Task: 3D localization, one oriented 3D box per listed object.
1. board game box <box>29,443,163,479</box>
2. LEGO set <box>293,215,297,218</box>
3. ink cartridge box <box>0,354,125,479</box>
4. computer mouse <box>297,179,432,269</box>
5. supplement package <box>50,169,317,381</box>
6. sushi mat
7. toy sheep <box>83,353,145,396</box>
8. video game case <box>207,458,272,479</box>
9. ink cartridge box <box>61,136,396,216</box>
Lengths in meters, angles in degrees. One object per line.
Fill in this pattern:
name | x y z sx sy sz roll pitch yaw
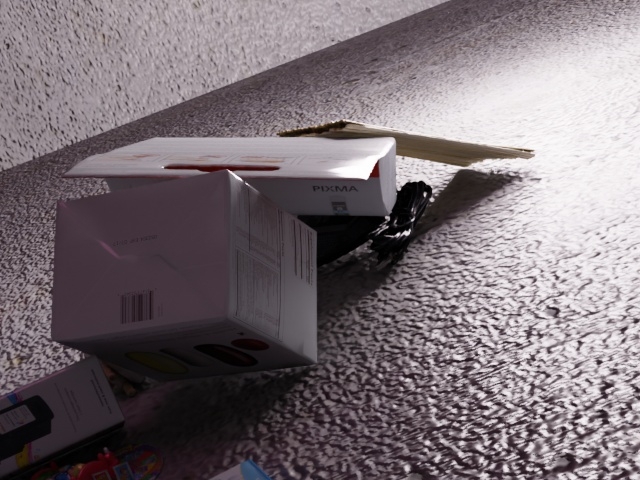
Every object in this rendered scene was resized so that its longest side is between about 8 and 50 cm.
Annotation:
board game box | -0.233 0.223 1.280 0.168 0.033 0.133 -22 16 -6
LEGO set | -0.159 0.034 1.630 0.244 0.060 0.182 -8 48 28
ink cartridge box | -0.287 0.185 1.332 0.175 0.072 0.127 -24 -6 -12
computer mouse | 0.000 0.000 1.690 0.272 0.072 0.188 -5 25 19
supplement package | -0.130 0.043 1.353 0.194 0.149 0.203 -9 -20 23
sushi mat | 0.115 -0.123 1.758 0.316 0.019 0.151 5 -7 -35
toy sheep | -0.214 0.118 1.506 0.132 0.091 0.091 -48 20 -5
video game case | -0.111 0.238 1.113 0.166 0.015 0.119 -24 16 -16
ink cartridge box | -0.081 -0.056 1.485 0.308 0.091 0.385 1 10 7
